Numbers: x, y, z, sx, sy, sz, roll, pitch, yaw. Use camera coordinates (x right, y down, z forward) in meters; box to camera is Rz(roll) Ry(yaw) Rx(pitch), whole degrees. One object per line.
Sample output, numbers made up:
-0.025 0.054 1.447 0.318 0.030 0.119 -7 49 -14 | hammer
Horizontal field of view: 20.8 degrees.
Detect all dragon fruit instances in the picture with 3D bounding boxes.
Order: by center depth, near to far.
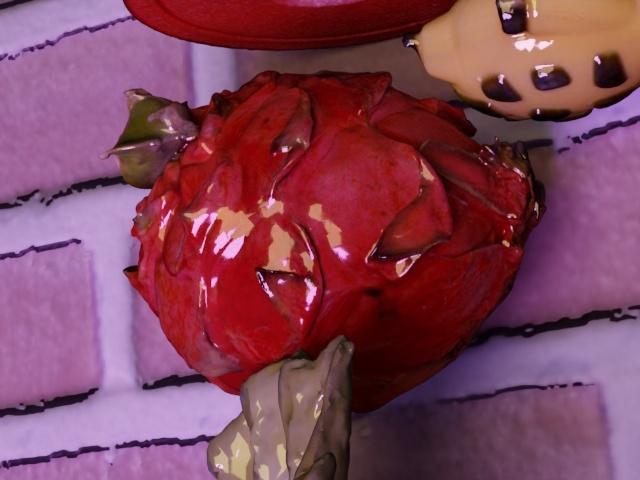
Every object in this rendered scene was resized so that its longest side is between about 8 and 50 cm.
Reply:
0.000 0.000 0.847 0.209 0.172 0.172 9 87 10 | dragon fruit

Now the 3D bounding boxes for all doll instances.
0.182 -0.100 0.791 0.291 0.117 0.086 -5 83 27 | doll

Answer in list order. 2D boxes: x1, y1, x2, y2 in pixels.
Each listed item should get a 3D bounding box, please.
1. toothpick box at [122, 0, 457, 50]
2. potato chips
-0.012 -0.285 0.880 0.204 0.204 0.333 -12 76 28 | toothpick box
0.021 0.245 0.695 0.097 0.373 0.389 -15 100 -4 | potato chips
